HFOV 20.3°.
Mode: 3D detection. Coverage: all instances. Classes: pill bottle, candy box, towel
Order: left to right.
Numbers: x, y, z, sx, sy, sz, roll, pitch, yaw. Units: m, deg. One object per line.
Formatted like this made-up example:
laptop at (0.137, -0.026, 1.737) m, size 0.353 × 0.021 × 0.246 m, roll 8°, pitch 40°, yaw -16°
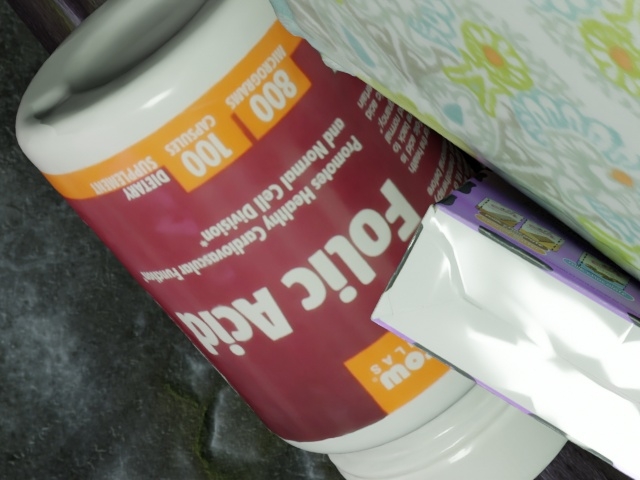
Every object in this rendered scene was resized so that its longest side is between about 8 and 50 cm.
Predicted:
pill bottle at (0.000, 0.000, 1.198) m, size 0.392 × 0.224 × 0.224 m, roll 50°, pitch 169°, yaw -24°
towel at (0.068, -0.143, 0.779) m, size 0.320 × 0.090 × 0.374 m, roll 37°, pitch 167°, yaw 29°
candy box at (0.133, 0.034, 0.915) m, size 0.165 × 0.070 × 0.196 m, roll 31°, pitch -163°, yaw 9°
